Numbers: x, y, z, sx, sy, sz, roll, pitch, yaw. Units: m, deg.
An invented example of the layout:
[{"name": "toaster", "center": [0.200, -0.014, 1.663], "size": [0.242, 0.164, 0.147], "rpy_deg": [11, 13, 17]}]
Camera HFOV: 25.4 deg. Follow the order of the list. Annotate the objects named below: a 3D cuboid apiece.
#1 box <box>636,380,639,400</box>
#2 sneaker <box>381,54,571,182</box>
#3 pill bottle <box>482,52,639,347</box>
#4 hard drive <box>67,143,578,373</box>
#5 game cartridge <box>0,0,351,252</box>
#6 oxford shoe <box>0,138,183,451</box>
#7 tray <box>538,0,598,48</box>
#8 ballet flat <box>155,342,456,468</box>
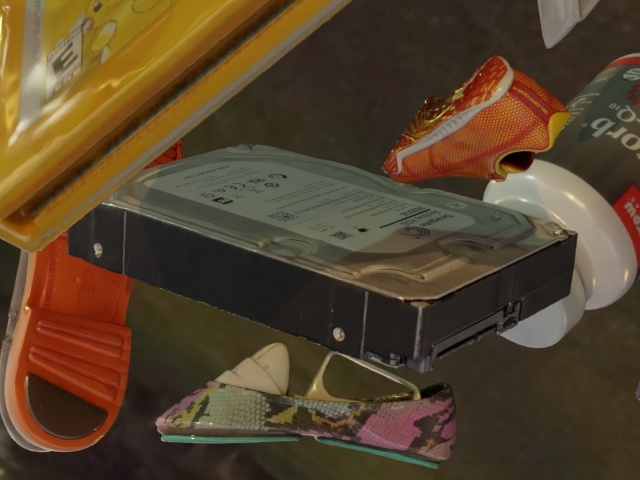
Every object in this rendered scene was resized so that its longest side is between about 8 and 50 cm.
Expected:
[{"name": "box", "center": [0.371, 0.107, 1.216], "size": [0.179, 0.105, 0.043], "rpy_deg": [4, 152, 36]}, {"name": "sneaker", "center": [0.087, -0.056, 0.853], "size": [0.067, 0.064, 0.175], "rpy_deg": [37, 165, -11]}, {"name": "pill bottle", "center": [0.326, -0.048, 1.702], "size": [0.210, 0.363, 0.210], "rpy_deg": [34, 149, 24]}, {"name": "hard drive", "center": [0.000, 0.000, 1.120], "size": [0.339, 0.237, 0.064], "rpy_deg": [18, 114, 33]}, {"name": "game cartridge", "center": [-0.094, -0.186, 0.852], "size": [0.052, 0.285, 0.324], "rpy_deg": [35, -150, -37]}, {"name": "oxford shoe", "center": [-0.221, 0.008, 1.269], "size": [0.130, 0.364, 0.132], "rpy_deg": [22, 160, -24]}, {"name": "tray", "center": [0.247, -0.313, 1.326], "size": [0.030, 0.145, 0.270], "rpy_deg": [26, 154, 30]}, {"name": "ballet flat", "center": [-0.007, 0.116, 1.030], "size": [0.221, 0.079, 0.077], "rpy_deg": [7, 178, -10]}]
